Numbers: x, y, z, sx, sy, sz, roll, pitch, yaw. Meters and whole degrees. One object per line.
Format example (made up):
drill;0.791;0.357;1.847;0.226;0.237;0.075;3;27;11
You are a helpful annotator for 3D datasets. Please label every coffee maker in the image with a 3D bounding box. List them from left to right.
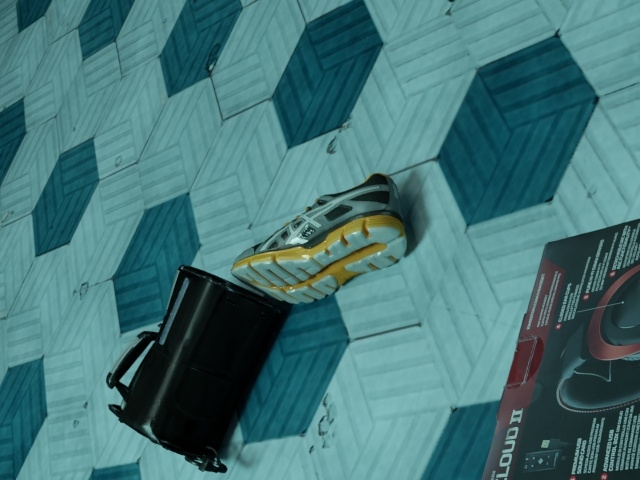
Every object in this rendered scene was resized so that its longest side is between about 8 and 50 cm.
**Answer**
coffee maker;-0.116;0.130;1.328;0.171;0.120;0.178;23;88;33

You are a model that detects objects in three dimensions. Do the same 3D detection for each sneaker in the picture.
sneaker;0.000;0.000;1.277;0.214;0.084;0.083;-19;51;34

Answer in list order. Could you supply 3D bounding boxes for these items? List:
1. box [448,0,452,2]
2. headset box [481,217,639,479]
box;0.152;-0.325;1.333;0.137;0.027;0.094;-52;36;16
headset box;0.240;0.091;0.826;0.293;0.110;0.218;-18;42;46
